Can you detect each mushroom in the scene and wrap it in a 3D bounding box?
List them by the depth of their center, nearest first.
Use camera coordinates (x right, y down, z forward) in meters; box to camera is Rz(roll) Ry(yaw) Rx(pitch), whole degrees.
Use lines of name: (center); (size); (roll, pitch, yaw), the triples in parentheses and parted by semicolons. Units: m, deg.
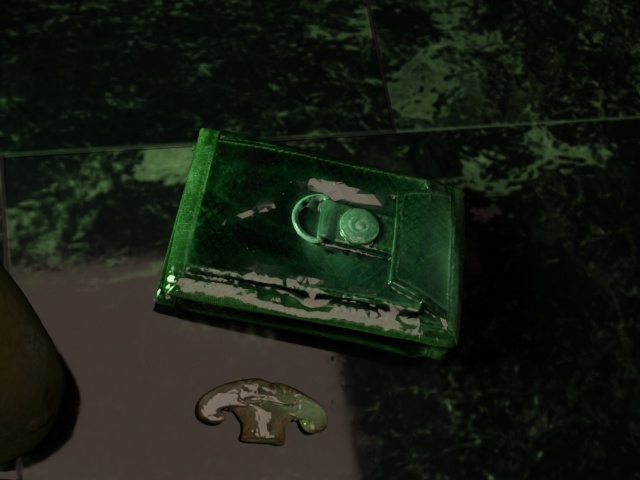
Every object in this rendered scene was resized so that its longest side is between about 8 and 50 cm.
mushroom: (-0.044, 0.129, 0.574); (0.101, 0.019, 0.049); (7, 72, -11)

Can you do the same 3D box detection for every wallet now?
wallet: (0.000, -0.001, 0.611); (0.236, 0.055, 0.160); (13, 64, -9)

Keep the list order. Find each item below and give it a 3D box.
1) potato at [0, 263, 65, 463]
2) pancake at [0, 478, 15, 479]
potato: (-0.263, 0.053, 0.460); (0.160, 0.178, 0.235); (-48, 116, -2)
pancake: (-0.225, 0.262, 0.482); (0.235, 0.029, 0.212); (8, 70, -11)
